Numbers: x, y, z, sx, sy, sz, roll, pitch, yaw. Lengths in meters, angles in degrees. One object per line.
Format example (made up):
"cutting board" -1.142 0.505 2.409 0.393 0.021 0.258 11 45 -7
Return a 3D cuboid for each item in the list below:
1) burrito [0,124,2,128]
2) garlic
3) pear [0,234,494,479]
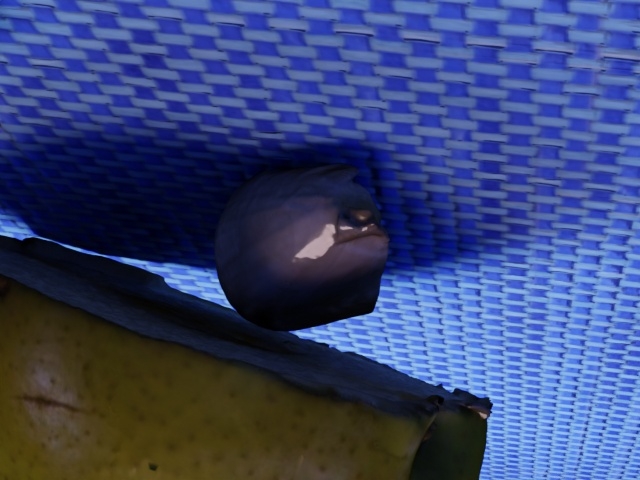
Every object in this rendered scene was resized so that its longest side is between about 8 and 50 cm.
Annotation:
"burrito" -0.243 -0.085 0.824 0.175 0.107 0.347 21 163 7
"garlic" -0.014 0.004 1.036 0.101 0.087 0.195 -6 162 -2
"pear" -0.101 0.132 1.113 0.386 0.191 0.340 18 -179 32
